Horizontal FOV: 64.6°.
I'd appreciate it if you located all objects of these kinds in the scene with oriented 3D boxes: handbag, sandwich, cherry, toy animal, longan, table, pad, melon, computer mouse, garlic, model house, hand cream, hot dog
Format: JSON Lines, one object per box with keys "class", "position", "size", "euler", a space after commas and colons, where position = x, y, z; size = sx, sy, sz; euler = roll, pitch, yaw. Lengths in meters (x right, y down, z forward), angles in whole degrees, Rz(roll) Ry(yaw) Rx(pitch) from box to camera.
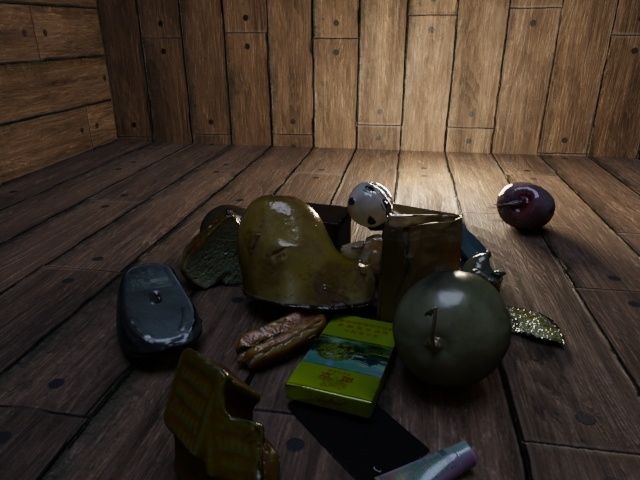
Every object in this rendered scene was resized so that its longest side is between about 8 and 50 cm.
{"class": "handbag", "position": [0.487, 0.039, 1.661], "size": [0.144, 0.057, 0.221], "euler": [42, 28, -1]}
{"class": "sandwich", "position": [-0.275, 0.072, 1.586], "size": [0.254, 0.288, 0.099], "euler": [-48, 22, 1]}
{"class": "cherry", "position": [0.802, -0.135, 1.979], "size": [0.213, 0.184, 0.265], "euler": [32, 23, 29]}
{"class": "toy animal", "position": [0.438, 0.145, 1.438], "size": [0.125, 0.127, 0.251], "euler": [28, 44, 17]}
{"class": "longan", "position": [-0.312, -0.030, 1.744], "size": [0.212, 0.198, 0.198], "euler": [12, 25, 12]}
{"class": "table", "position": [0.000, 0.000, 1.652], "size": [0.168, 0.193, 0.172], "euler": [8, 24, 18]}
{"class": "pad", "position": [0.068, 0.372, 1.008], "size": [0.159, 0.009, 0.265], "euler": [-15, 29, -33]}
{"class": "melon", "position": [0.292, 0.191, 1.123], "size": [0.271, 0.272, 0.307], "euler": [19, 35, 39]}
{"class": "computer mouse", "position": [-0.420, 0.191, 1.307], "size": [0.203, 0.114, 0.374], "euler": [-7, 31, -23]}
{"class": "toy animal", "position": [0.166, -0.106, 1.607], "size": [0.166, 0.138, 0.179], "euler": [43, 12, 8]}
{"class": "garlic", "position": [0.215, 0.043, 1.592], "size": [0.280, 0.185, 0.203], "euler": [-26, 7, -8]}
{"class": "model house", "position": [-0.155, 0.310, 0.857], "size": [0.173, 0.240, 0.267], "euler": [-20, 29, -41]}
{"class": "hand cream", "position": [0.188, 0.407, 0.885], "size": [0.174, 0.047, 0.076], "euler": [-18, 30, -18]}
{"class": "hot dog", "position": [-0.088, 0.239, 1.243], "size": [0.269, 0.072, 0.109], "euler": [-18, 30, -32]}

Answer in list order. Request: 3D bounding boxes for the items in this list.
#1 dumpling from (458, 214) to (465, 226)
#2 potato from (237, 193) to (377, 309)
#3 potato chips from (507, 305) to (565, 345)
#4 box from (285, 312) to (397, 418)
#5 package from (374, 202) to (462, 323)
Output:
{"class": "dumpling", "position": [0.449, -0.038, 1.843], "size": [0.154, 0.112, 0.181], "euler": [8, 18, 11]}
{"class": "potato", "position": [-0.040, 0.023, 1.402], "size": [0.396, 0.297, 0.290], "euler": [3, 6, 15]}
{"class": "potato chips", "position": [0.518, 0.227, 1.330], "size": [0.219, 0.029, 0.202], "euler": [-1, 22, -8]}
{"class": "box", "position": [0.069, 0.273, 1.170], "size": [0.186, 0.047, 0.335], "euler": [8, 21, 18]}
{"class": "package", "position": [0.229, 0.084, 1.299], "size": [0.221, 0.312, 0.165], "euler": [14, 25, 28]}
